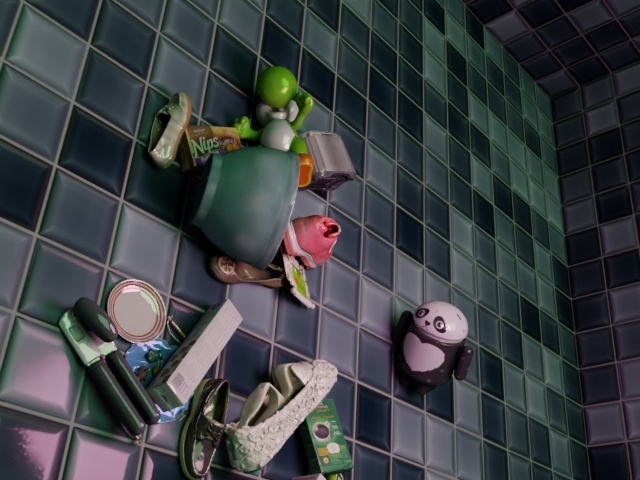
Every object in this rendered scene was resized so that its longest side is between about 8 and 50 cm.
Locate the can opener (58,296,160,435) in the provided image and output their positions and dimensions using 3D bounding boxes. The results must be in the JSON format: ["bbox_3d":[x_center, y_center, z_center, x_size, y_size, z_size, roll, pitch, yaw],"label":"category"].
[{"bbox_3d":[-0.404,0.242,1.501,0.076,0.095,0.283,-32,87,-39],"label":"can opener"}]

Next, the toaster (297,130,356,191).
[{"bbox_3d":[-0.009,-0.225,2.209,0.227,0.129,0.146,-4,73,-50],"label":"toaster"}]

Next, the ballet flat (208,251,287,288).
[{"bbox_3d":[-0.171,0.075,1.916,0.250,0.058,0.084,18,61,-47],"label":"ballet flat"}]

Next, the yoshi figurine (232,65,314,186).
[{"bbox_3d":[-0.116,-0.321,2.060,0.203,0.203,0.362,19,48,-33],"label":"yoshi figurine"}]

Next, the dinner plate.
[{"bbox_3d":[-0.389,0.151,1.635,0.141,0.017,0.141,25,53,-37],"label":"dinner plate"}]

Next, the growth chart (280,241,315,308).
[{"bbox_3d":[-0.068,0.059,2.042,0.172,0.021,0.237,36,38,-67],"label":"growth chart"}]

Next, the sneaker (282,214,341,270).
[{"bbox_3d":[0.000,0.001,2.048,0.314,0.136,0.116,26,49,-72],"label":"sneaker"}]

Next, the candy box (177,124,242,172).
[{"bbox_3d":[-0.276,-0.228,1.933,0.186,0.053,0.109,-6,78,-54],"label":"candy box"}]

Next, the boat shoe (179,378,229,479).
[{"bbox_3d":[-0.243,0.398,1.661,0.080,0.073,0.224,36,48,-36],"label":"boat shoe"}]

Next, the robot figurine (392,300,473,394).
[{"bbox_3d":[0.326,0.313,2.276,0.209,0.278,0.173,15,20,-6],"label":"robot figurine"}]

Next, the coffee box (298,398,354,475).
[{"bbox_3d":[0.006,0.487,1.918,0.113,0.040,0.184,5,56,-42],"label":"coffee box"}]

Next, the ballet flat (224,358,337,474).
[{"bbox_3d":[-0.086,0.369,1.806,0.147,0.147,0.409,60,37,-12],"label":"ballet flat"}]

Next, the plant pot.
[{"bbox_3d":[-0.191,-0.096,1.823,0.196,0.293,0.293,17,57,-17],"label":"plant pot"}]

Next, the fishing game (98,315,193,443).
[{"bbox_3d":[-0.335,0.292,1.626,0.189,0.041,0.264,57,39,-12],"label":"fishing game"}]

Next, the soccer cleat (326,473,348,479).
[{"bbox_3d":[0.039,0.618,1.925,0.072,0.060,0.179,35,46,-39],"label":"soccer cleat"}]

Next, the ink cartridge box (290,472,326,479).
[{"bbox_3d":[-0.045,0.611,1.788,0.056,0.099,0.135,55,38,-17],"label":"ink cartridge box"}]

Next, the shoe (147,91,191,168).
[{"bbox_3d":[-0.359,-0.273,1.830,0.058,0.076,0.219,39,48,-41],"label":"shoe"}]

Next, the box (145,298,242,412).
[{"bbox_3d":[-0.265,0.242,1.674,0.067,0.063,0.324,57,29,-16],"label":"box"}]
